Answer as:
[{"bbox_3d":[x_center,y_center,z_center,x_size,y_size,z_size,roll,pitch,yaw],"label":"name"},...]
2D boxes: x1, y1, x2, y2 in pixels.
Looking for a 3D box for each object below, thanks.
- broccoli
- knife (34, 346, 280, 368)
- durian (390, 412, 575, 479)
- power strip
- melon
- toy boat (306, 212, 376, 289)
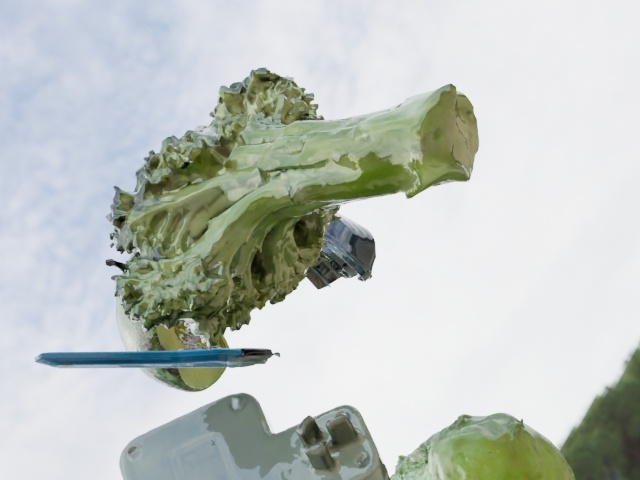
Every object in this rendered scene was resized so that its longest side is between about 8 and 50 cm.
[{"bbox_3d":[-0.018,-0.076,1.406,0.397,0.353,0.275,-40,-48,18],"label":"broccoli"},{"bbox_3d":[-0.198,0.142,1.608,0.044,0.297,0.026,124,146,-71],"label":"knife"},{"bbox_3d":[0.211,0.356,1.671,0.339,0.256,0.204,-56,6,48],"label":"durian"},{"bbox_3d":[-0.063,0.261,1.366,0.261,0.229,0.141,-24,-36,-2],"label":"power strip"},{"bbox_3d":[-0.256,0.141,2.037,0.169,0.129,0.265,-73,-34,-50],"label":"melon"},{"bbox_3d":[-0.003,0.002,2.084,0.122,0.296,0.114,-47,-55,-5],"label":"toy boat"}]
